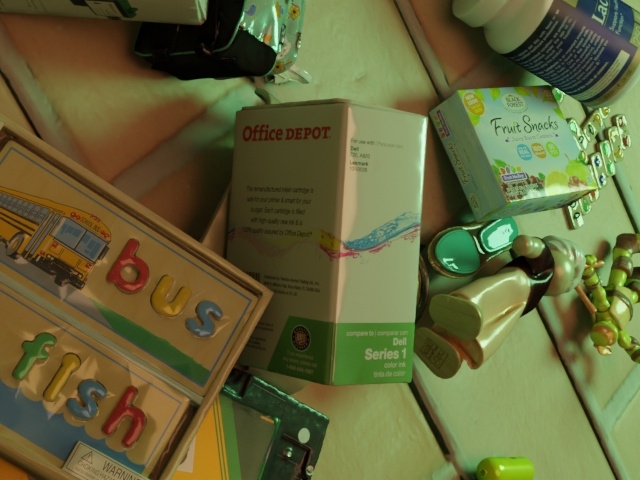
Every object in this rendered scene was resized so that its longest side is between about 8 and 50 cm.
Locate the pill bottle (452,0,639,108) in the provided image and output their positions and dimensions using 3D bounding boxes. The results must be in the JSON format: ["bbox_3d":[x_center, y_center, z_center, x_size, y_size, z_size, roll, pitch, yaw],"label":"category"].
[{"bbox_3d":[0.327,-0.308,1.644,0.264,0.153,0.153,26,69,-20],"label":"pill bottle"}]

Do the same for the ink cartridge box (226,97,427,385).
[{"bbox_3d":[0.000,0.000,1.219,0.117,0.201,0.278,3,91,-37],"label":"ink cartridge box"}]

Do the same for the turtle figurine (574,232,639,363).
[{"bbox_3d":[0.465,0.106,1.795,0.269,0.087,0.217,51,48,-15],"label":"turtle figurine"}]

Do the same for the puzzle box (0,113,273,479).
[{"bbox_3d":[-0.274,0.052,1.085,0.409,0.052,0.272,33,63,-10],"label":"puzzle box"}]

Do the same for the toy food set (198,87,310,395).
[{"bbox_3d":[-0.058,0.005,1.361,0.220,0.092,0.306,36,73,-33],"label":"toy food set"}]

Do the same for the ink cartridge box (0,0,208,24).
[{"bbox_3d":[-0.219,-0.309,1.161,0.219,0.092,0.160,3,82,-2],"label":"ink cartridge box"}]

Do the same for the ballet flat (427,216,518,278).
[{"bbox_3d":[0.192,0.013,1.574,0.206,0.067,0.073,-16,87,-48],"label":"ballet flat"}]

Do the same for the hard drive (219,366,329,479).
[{"bbox_3d":[-0.137,0.306,1.269,0.237,0.064,0.339,33,65,-34],"label":"hard drive"}]

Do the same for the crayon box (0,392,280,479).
[{"bbox_3d":[-0.199,0.206,1.147,0.278,0.081,0.165,24,69,-12],"label":"crayon box"}]

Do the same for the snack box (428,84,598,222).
[{"bbox_3d":[0.271,-0.125,1.626,0.207,0.070,0.174,-8,70,-42],"label":"snack box"}]

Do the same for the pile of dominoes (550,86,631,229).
[{"bbox_3d":[0.417,-0.163,1.808,0.251,0.040,0.196,-50,117,-31],"label":"pile of dominoes"}]

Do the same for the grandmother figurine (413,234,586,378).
[{"bbox_3d":[0.255,0.078,1.568,0.104,0.208,0.342,46,41,16],"label":"grandmother figurine"}]

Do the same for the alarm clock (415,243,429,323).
[{"bbox_3d":[0.069,0.073,1.468,0.129,0.064,0.192,30,64,-35],"label":"alarm clock"}]

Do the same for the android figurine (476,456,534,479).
[{"bbox_3d":[0.240,0.421,1.594,0.273,0.056,0.248,11,79,-42],"label":"android figurine"}]

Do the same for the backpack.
[{"bbox_3d":[-0.101,-0.272,1.285,0.144,0.166,0.188,15,79,-49],"label":"backpack"}]

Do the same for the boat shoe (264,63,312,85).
[{"bbox_3d":[-0.054,-0.206,1.411,0.100,0.035,0.035,21,100,-42],"label":"boat shoe"}]
